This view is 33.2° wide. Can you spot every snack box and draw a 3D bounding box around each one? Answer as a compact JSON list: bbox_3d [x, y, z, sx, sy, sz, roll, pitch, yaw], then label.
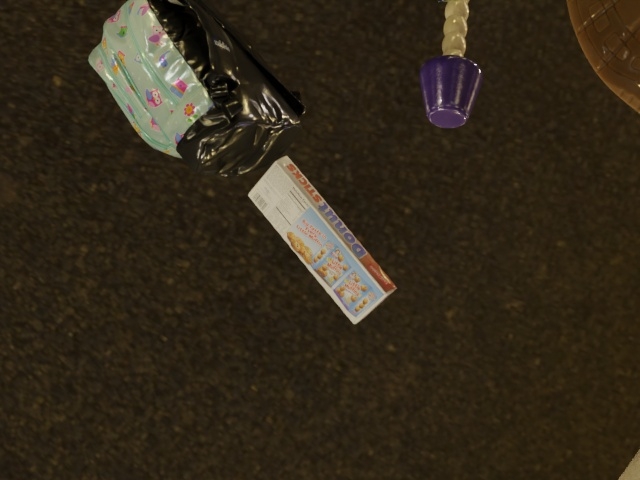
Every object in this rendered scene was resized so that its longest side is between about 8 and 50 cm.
[{"bbox_3d":[0.000,0.000,1.105,0.178,0.064,0.022,50,43,7],"label":"snack box"}]

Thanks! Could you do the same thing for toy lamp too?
[{"bbox_3d":[0.164,-0.266,1.317,0.080,0.080,0.274,25,59,-36],"label":"toy lamp"}]

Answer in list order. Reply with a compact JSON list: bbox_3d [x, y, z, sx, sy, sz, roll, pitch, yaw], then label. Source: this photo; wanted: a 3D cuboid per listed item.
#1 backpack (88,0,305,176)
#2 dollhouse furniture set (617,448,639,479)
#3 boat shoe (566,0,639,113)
[{"bbox_3d":[-0.116,-0.143,0.941,0.115,0.182,0.152,-42,165,16],"label":"backpack"},{"bbox_3d":[0.416,0.173,0.679,0.256,0.394,0.362,-45,112,-29],"label":"dollhouse furniture set"},{"bbox_3d":[0.313,-0.137,0.863,0.123,0.342,0.123,5,141,-50],"label":"boat shoe"}]
